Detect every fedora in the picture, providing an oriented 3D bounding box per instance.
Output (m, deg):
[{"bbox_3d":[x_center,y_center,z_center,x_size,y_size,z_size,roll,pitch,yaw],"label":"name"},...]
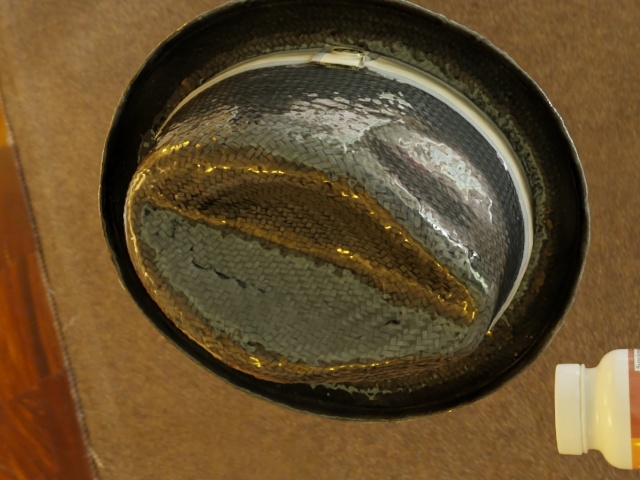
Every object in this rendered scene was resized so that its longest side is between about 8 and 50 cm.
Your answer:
[{"bbox_3d":[0.000,0.000,0.652,0.334,0.152,0.334,3,107,11],"label":"fedora"}]

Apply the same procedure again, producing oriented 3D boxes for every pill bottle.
[{"bbox_3d":[0.346,0.168,1.032,0.216,0.121,0.121,-3,70,17],"label":"pill bottle"}]

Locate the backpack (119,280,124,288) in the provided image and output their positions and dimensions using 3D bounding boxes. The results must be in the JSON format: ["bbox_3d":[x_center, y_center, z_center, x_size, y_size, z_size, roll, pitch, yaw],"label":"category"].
[{"bbox_3d":[-0.141,-0.041,1.262,0.225,0.253,0.191,11,40,5],"label":"backpack"}]
